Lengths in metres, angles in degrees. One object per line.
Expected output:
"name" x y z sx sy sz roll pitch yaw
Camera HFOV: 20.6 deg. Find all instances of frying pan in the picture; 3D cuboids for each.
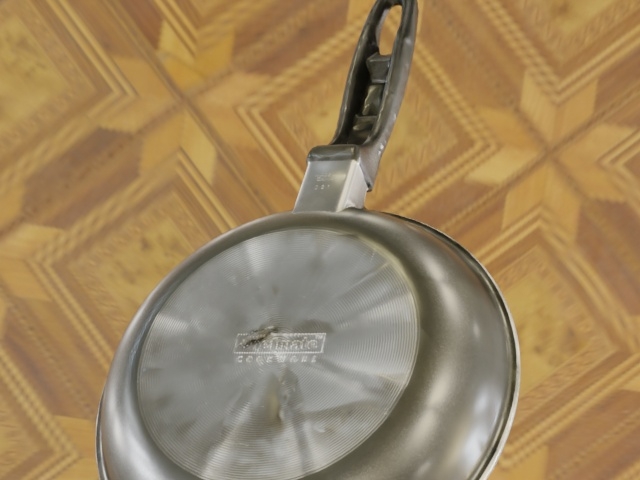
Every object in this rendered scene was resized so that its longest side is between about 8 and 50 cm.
"frying pan" 0.022 0.011 0.790 0.197 0.053 0.326 21 67 32
